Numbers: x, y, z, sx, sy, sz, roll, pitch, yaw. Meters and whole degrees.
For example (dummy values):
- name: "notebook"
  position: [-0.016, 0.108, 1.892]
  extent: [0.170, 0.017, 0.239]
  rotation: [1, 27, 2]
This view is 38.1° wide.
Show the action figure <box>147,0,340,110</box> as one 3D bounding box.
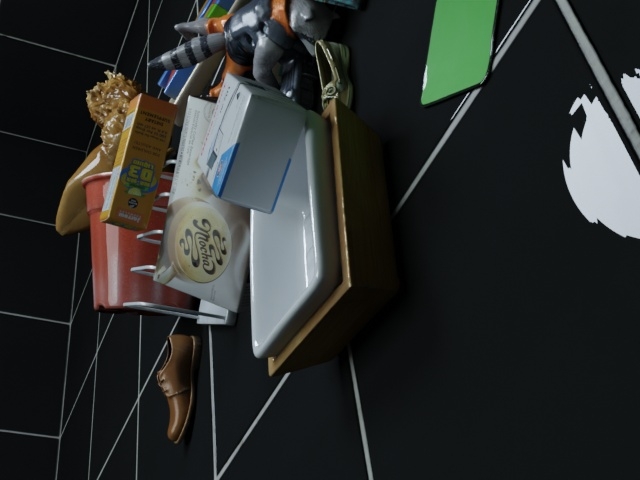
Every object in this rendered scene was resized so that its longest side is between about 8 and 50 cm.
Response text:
- name: "action figure"
  position: [-0.110, -0.286, 1.501]
  extent: [0.330, 0.179, 0.341]
  rotation: [-21, 61, 38]

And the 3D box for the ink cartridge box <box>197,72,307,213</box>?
- name: "ink cartridge box"
  position: [-0.094, -0.132, 1.218]
  extent: [0.190, 0.082, 0.139]
  rotation: [-132, 59, -66]

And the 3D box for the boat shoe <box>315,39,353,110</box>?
- name: "boat shoe"
  position: [0.016, -0.232, 1.364]
  extent: [0.056, 0.048, 0.153]
  rotation: [133, 144, -52]

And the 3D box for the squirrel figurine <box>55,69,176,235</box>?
- name: "squirrel figurine"
  position: [-0.442, -0.197, 2.225]
  extent: [0.370, 0.281, 0.396]
  rotation: [-91, 11, -67]

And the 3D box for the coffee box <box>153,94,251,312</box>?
- name: "coffee box"
  position: [-0.132, -0.059, 1.420]
  extent: [0.168, 0.119, 0.297]
  rotation: [19, 103, 26]

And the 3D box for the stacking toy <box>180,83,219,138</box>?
- name: "stacking toy"
  position: [-0.263, -0.231, 2.006]
  extent: [0.221, 0.052, 0.166]
  rotation: [-10, 71, 57]

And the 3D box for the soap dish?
- name: "soap dish"
  position: [0.000, 0.000, 1.180]
  extent: [0.229, 0.118, 0.290]
  rotation: [127, 148, -46]

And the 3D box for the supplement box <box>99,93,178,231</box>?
- name: "supplement box"
  position: [-0.322, -0.137, 1.650]
  extent: [0.080, 0.078, 0.233]
  rotation: [-1, 74, 65]

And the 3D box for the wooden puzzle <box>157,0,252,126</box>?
- name: "wooden puzzle"
  position: [-0.235, -0.393, 1.871]
  extent: [0.322, 0.081, 0.348]
  rotation: [-59, 14, 4]

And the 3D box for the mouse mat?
- name: "mouse mat"
  position: [0.164, -0.254, 1.068]
  extent: [0.153, 0.007, 0.189]
  rotation: [172, 108, -67]

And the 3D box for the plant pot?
- name: "plant pot"
  position: [-0.353, 0.017, 1.893]
  extent: [0.272, 0.273, 0.264]
  rotation: [162, 110, -66]

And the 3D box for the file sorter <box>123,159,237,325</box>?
- name: "file sorter"
  position: [-0.239, 0.004, 1.700]
  extent: [0.193, 0.173, 0.277]
  rotation: [169, 112, -66]

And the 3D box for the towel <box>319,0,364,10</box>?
- name: "towel"
  position: [-0.077, -0.517, 1.388]
  extent: [0.040, 0.370, 0.271]
  rotation: [-22, -50, -73]

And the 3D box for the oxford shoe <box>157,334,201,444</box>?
- name: "oxford shoe"
  position: [-0.280, 0.283, 1.778]
  extent: [0.076, 0.076, 0.212]
  rotation: [-37, 46, 57]

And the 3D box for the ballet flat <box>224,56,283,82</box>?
- name: "ballet flat"
  position: [-0.117, -0.319, 1.719]
  extent: [0.248, 0.086, 0.086]
  rotation: [-158, 82, -68]
